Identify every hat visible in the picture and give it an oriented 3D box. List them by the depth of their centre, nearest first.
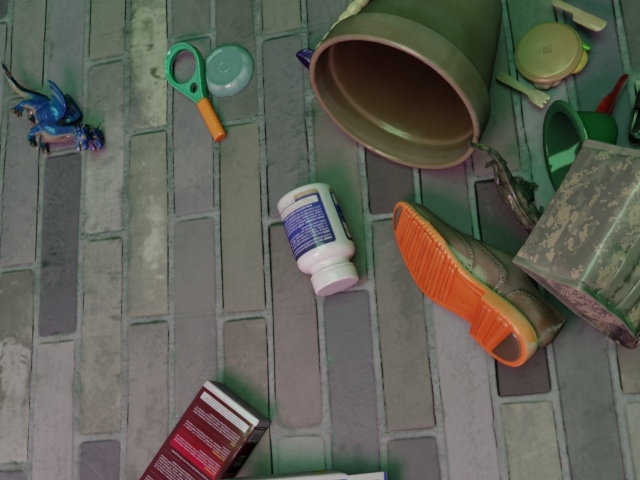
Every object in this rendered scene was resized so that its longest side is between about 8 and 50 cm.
[{"bbox_3d":[0.497,-0.176,1.306,0.183,0.173,0.209,-11,96,-6],"label":"hat"}]

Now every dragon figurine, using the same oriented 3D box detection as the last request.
[{"bbox_3d":[-0.568,-0.281,1.627,0.144,0.085,0.289,-32,71,5],"label":"dragon figurine"}]

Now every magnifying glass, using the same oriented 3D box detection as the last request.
[{"bbox_3d":[-0.255,-0.307,1.577,0.092,0.026,0.231,-35,75,25],"label":"magnifying glass"}]

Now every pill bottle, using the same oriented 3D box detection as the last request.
[{"bbox_3d":[0.000,0.000,1.398,0.111,0.112,0.187,-23,71,8],"label":"pill bottle"}]

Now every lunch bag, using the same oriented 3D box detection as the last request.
[{"bbox_3d":[0.480,0.022,1.195,0.235,0.287,0.169,-58,34,-2],"label":"lunch bag"}]

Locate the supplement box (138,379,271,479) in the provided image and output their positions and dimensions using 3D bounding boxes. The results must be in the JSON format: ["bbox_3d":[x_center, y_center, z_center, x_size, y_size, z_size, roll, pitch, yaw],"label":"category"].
[{"bbox_3d":[-0.213,0.388,1.375,0.130,0.073,0.239,33,85,20],"label":"supplement box"}]

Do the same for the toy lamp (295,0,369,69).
[{"bbox_3d":[0.062,-0.452,1.516,0.080,0.080,0.275,40,89,20],"label":"toy lamp"}]

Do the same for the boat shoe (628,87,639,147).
[{"bbox_3d":[0.576,-0.231,1.347,0.048,0.042,0.133,16,79,20],"label":"boat shoe"}]

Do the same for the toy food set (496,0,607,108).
[{"bbox_3d":[0.427,-0.343,1.420,0.132,0.038,0.192,39,94,27],"label":"toy food set"}]

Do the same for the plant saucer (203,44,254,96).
[{"bbox_3d":[-0.197,-0.356,1.586,0.119,0.021,0.120,-4,75,14],"label":"plant saucer"}]

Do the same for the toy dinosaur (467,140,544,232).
[{"bbox_3d":[0.331,-0.088,1.317,0.064,0.118,0.268,-29,111,23],"label":"toy dinosaur"}]

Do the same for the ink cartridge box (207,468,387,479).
[{"bbox_3d":[-0.040,0.536,1.250,0.307,0.072,0.304,0,84,-14],"label":"ink cartridge box"}]

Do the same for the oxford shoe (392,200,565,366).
[{"bbox_3d":[0.265,0.055,1.333,0.132,0.130,0.364,-25,60,-27],"label":"oxford shoe"}]

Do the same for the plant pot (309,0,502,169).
[{"bbox_3d":[0.181,-0.336,1.356,0.323,0.323,0.280,22,67,18],"label":"plant pot"}]
